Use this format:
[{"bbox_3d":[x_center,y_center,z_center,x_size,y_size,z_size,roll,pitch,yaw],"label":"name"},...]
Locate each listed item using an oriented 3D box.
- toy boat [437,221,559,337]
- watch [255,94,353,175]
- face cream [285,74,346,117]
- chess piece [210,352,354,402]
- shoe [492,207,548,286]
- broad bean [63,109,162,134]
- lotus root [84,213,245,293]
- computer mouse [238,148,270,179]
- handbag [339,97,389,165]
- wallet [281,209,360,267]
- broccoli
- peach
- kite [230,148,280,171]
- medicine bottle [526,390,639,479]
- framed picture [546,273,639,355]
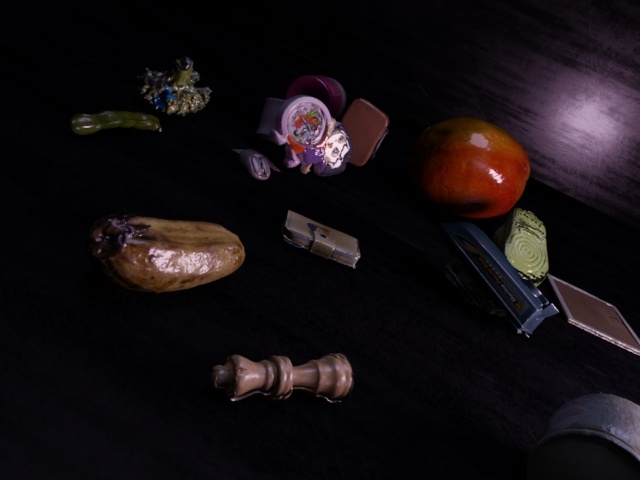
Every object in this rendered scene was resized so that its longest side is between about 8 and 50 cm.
[{"bbox_3d":[0.335,0.070,1.092,0.296,0.122,0.114,54,14,32],"label":"toy boat"},{"bbox_3d":[-0.050,-0.284,1.452,0.244,0.196,0.231,14,4,-24],"label":"watch"},{"bbox_3d":[-0.013,-0.503,1.900,0.175,0.175,0.195,30,25,10],"label":"face cream"},{"bbox_3d":[-0.046,0.160,0.619,0.172,0.060,0.060,8,29,-30],"label":"chess piece"},{"bbox_3d":[0.516,0.032,1.359,0.140,0.128,0.262,18,51,6],"label":"shoe"},{"bbox_3d":[-0.430,-0.250,1.115,0.256,0.052,0.053,-27,97,-65],"label":"broad bean"},{"bbox_3d":[-0.201,0.020,0.714,0.110,0.097,0.258,47,23,27],"label":"lotus root"},{"bbox_3d":[-0.153,-0.184,1.246,0.066,0.039,0.096,2,38,-43],"label":"computer mouse"},{"bbox_3d":[0.126,-0.334,1.662,0.151,0.193,0.072,33,19,2],"label":"handbag"},{"bbox_3d":[0.000,0.000,1.020,0.155,0.039,0.110,22,20,-8],"label":"wallet"},{"bbox_3d":[-0.370,-0.399,1.354,0.167,0.160,0.154,35,51,-3],"label":"broccoli"},{"bbox_3d":[0.448,-0.224,1.621,0.372,0.290,0.373,18,22,-7],"label":"peach"},{"bbox_3d":[-0.163,-0.200,1.325,0.137,0.005,0.152,23,24,-2],"label":"kite"},{"bbox_3d":[0.339,0.274,0.638,0.147,0.147,0.143,37,27,26],"label":"medicine bottle"},{"bbox_3d":[0.691,0.185,1.342,0.216,0.016,0.273,26,23,3],"label":"framed picture"}]
